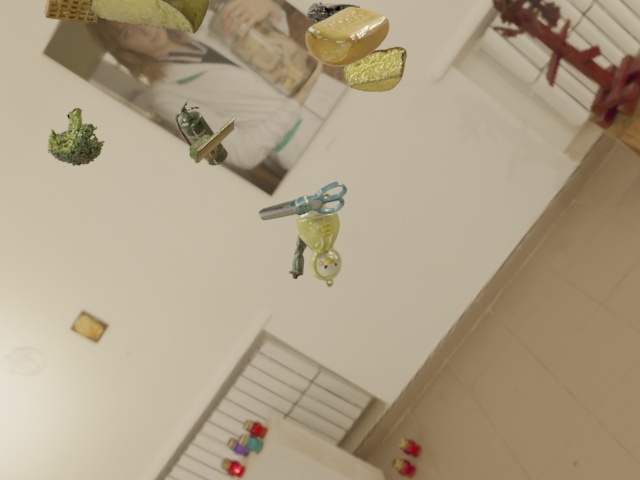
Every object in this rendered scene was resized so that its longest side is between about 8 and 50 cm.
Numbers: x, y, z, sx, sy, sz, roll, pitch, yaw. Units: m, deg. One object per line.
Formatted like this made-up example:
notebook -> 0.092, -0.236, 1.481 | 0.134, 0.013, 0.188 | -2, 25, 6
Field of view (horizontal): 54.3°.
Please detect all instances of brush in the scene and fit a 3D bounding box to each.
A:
brush -> -0.372, -0.353, 2.162 | 0.282, 0.048, 0.054 | -56, -16, -49

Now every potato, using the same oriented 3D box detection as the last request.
potato -> -0.375, -0.624, 1.445 | 0.112, 0.269, 0.255 | 85, -159, -62

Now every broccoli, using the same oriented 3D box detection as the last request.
broccoli -> -0.687, -0.289, 1.750 | 0.167, 0.154, 0.160 | 174, 89, -79

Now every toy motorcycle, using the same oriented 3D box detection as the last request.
toy motorcycle -> 0.046, -0.751, 2.076 | 0.122, 0.215, 0.080 | 40, 137, 53

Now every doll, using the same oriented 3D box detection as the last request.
doll -> 0.006, 0.000, 1.933 | 0.141, 0.296, 0.117 | -16, 4, -28

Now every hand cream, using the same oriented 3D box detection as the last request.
hand cream -> -0.052, 0.011, 2.081 | 0.052, 0.075, 0.248 | 8, 72, 32

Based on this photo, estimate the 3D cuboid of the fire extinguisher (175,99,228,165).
fire extinguisher -> -0.449, -0.399, 2.306 | 0.118, 0.294, 0.093 | -17, 52, 12

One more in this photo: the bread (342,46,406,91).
bread -> 0.219, -0.622, 2.303 | 0.260, 0.134, 0.129 | -2, 83, 34

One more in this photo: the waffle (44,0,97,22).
waffle -> -0.656, -0.618, 1.656 | 0.092, 0.135, 0.021 | -41, 62, 50

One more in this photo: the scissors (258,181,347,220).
scissors -> -0.049, -0.098, 1.745 | 0.125, 0.256, 0.030 | 100, 151, -55

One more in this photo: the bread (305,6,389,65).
bread -> 0.065, -0.479, 1.485 | 0.217, 0.147, 0.098 | -38, -32, -39
